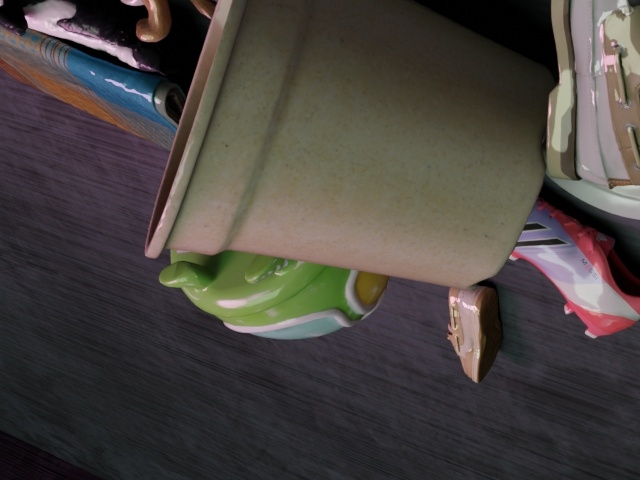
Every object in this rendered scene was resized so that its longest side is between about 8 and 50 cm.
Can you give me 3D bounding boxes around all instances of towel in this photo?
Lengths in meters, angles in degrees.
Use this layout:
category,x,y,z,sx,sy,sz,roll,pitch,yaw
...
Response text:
category,x,y,z,sx,sy,sz,roll,pitch,yaw
towel,-0.291,-0.198,1.636,0.370,0.040,0.271,25,172,20

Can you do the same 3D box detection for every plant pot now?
category,x,y,z,sx,sy,sz,roll,pitch,yaw
plant pot,0.033,-0.101,1.218,0.305,0.334,0.334,17,155,-10

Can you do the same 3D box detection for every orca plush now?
category,x,y,z,sx,sy,sz,roll,pitch,yaw
orca plush,-0.278,-0.279,1.498,0.287,0.151,0.102,35,122,39

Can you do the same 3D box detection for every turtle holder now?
category,x,y,z,sx,sy,sz,roll,pitch,yaw
turtle holder,-0.008,-0.011,1.543,0.320,0.243,0.227,-32,136,20

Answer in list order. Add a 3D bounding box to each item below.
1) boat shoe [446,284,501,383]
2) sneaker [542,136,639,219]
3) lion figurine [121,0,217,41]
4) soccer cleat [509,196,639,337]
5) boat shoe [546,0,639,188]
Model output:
category,x,y,z,sx,sy,sz,roll,pitch,yaw
boat shoe,0.188,0.111,1.670,0.059,0.063,0.170,23,142,26
sneaker,0.332,-0.078,1.169,0.290,0.106,0.123,18,129,28
lion figurine,-0.273,-0.353,1.355,0.392,0.142,0.240,11,122,14
soccer cleat,0.251,-0.001,1.406,0.248,0.083,0.095,44,123,-9
boat shoe,0.242,-0.173,1.058,0.103,0.113,0.302,11,136,21
